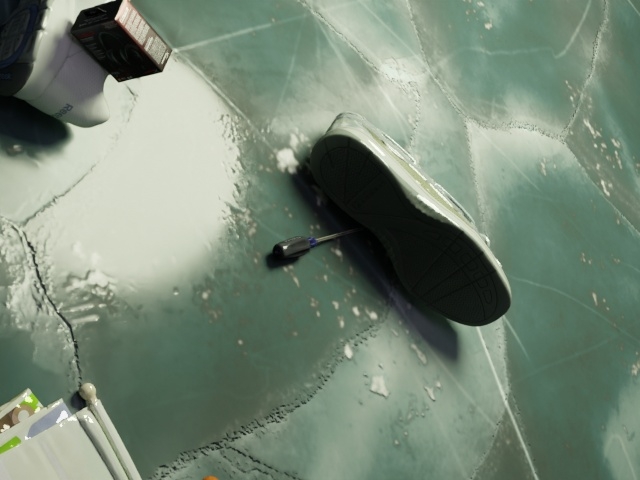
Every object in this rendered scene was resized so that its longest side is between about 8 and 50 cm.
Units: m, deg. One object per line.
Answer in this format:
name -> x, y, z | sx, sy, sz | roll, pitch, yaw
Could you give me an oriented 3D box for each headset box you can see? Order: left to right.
headset box -> -0.194, -0.195, 1.045 | 0.083, 0.062, 0.032 | 48, 48, -42

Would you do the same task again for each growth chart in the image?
growth chart -> -0.255, 0.212, 0.929 | 0.237, 0.021, 0.172 | -20, 84, -47

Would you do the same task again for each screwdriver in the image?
screwdriver -> 0.000, 0.000, 1.286 | 0.170, 0.025, 0.024 | -15, 80, -55

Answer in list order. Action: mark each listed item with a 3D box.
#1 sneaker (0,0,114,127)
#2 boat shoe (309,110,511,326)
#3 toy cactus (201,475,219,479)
sneaker -> -0.246, -0.244, 1.125 | 0.129, 0.111, 0.297 | 38, 54, -39
boat shoe -> 0.121, -0.027, 1.342 | 0.320, 0.118, 0.103 | 43, 34, -10
toy cactus -> -0.040, 0.288, 0.980 | 0.219, 0.180, 0.112 | 43, 52, -34
